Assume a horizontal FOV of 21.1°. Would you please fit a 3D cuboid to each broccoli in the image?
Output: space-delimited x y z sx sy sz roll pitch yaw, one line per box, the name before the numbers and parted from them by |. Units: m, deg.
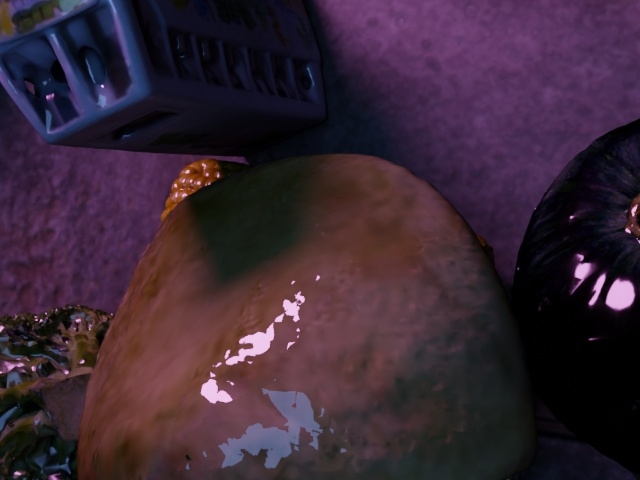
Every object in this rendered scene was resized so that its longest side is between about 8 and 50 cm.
broccoli | -0.168 0.115 1.170 0.162 0.138 0.146 14 80 -15

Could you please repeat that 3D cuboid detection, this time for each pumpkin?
pumpkin | 0.218 0.029 0.977 0.233 0.163 0.233 -18 48 21

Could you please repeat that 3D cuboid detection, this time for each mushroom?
mushroom | -0.048 0.063 1.013 0.292 0.212 0.218 -20 83 54

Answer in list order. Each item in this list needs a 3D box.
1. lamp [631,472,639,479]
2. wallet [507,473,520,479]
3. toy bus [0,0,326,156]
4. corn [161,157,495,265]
lamp | 0.190 0.102 1.069 0.054 0.041 0.121 -42 71 3
wallet | 0.027 0.226 1.099 0.141 0.067 0.241 20 89 22
toy bus | -0.099 -0.126 1.065 0.109 0.329 0.136 -21 84 19
corn | 0.000 0.000 1.138 0.231 0.080 0.080 15 88 24
